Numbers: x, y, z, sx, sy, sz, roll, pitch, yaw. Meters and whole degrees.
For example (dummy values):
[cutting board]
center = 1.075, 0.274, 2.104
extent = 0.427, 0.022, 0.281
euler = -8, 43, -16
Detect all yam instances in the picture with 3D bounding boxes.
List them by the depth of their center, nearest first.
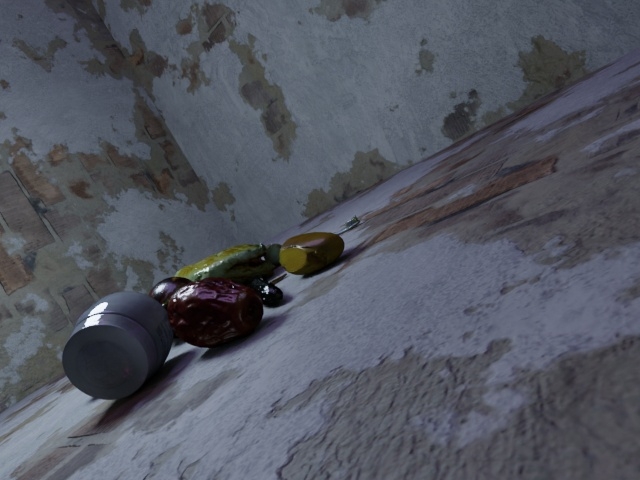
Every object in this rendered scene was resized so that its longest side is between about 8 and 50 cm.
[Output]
[yam]
center = -0.223, 0.065, 2.220
extent = 0.107, 0.107, 0.194
euler = -32, 7, -10

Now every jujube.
[jujube]
center = -0.286, 0.193, 1.251
extent = 0.290, 0.197, 0.197
euler = -7, 19, 34

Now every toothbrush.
[toothbrush]
center = 0.000, 0.000, 2.039
extent = 0.413, 0.042, 0.035
euler = -29, 7, 26

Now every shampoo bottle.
[shampoo bottle]
center = -0.580, 0.297, 1.342
extent = 0.273, 0.273, 0.266
euler = -30, 13, 6

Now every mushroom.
[mushroom]
center = -0.170, 0.151, 1.735
extent = 0.101, 0.019, 0.049
euler = -28, 8, 3

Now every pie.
[pie]
center = -0.422, 0.135, 1.985
extent = 0.418, 0.181, 0.395
euler = -17, 5, -19

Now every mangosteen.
[mangosteen]
center = -0.504, 0.246, 1.730
extent = 0.231, 0.231, 0.289
euler = -26, -14, 33

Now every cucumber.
[cucumber]
center = -0.176, 0.162, 1.446
extent = 0.081, 0.072, 0.303
euler = -31, 7, -12

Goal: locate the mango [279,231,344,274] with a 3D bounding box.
[mango]
center = -0.028, 0.037, 1.507
extent = 0.167, 0.130, 0.262
euler = -29, 11, -34
